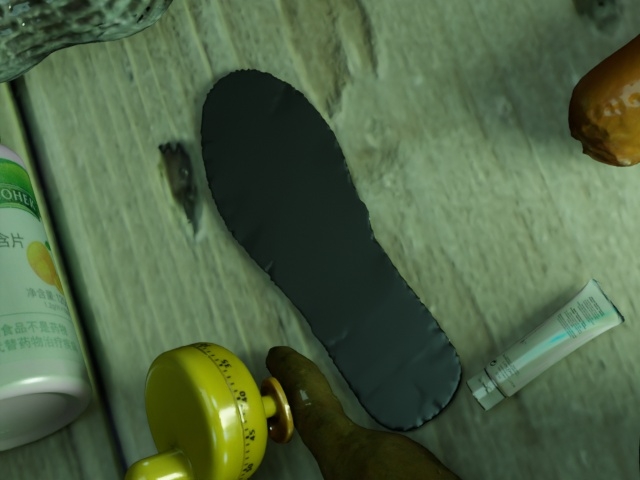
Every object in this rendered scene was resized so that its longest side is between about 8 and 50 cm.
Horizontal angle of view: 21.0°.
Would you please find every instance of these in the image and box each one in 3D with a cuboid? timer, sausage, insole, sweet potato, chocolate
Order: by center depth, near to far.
[{"bbox_3d":[0.250,-0.121,1.141,0.197,0.076,0.076,-37,65,13],"label":"sausage"},{"bbox_3d":[0.037,0.159,1.166,0.269,0.075,0.075,38,94,35],"label":"sweet potato"},{"bbox_3d":[-0.090,0.127,1.198,0.107,0.109,0.107,29,126,49],"label":"timer"},{"bbox_3d":[0.000,0.000,1.261,0.109,0.007,0.322,-40,65,12],"label":"insole"},{"bbox_3d":[-0.224,-0.189,1.357,0.248,0.110,0.110,-20,69,14],"label":"chocolate"}]

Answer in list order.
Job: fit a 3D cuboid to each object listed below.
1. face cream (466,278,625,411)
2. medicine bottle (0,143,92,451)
[{"bbox_3d":[0.150,0.073,1.166,0.115,0.020,0.038,-38,64,10],"label":"face cream"},{"bbox_3d":[-0.271,0.016,1.310,0.133,0.133,0.274,-28,67,16],"label":"medicine bottle"}]
